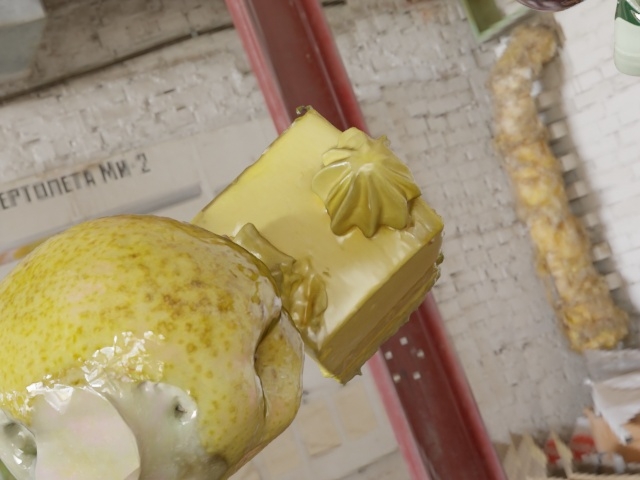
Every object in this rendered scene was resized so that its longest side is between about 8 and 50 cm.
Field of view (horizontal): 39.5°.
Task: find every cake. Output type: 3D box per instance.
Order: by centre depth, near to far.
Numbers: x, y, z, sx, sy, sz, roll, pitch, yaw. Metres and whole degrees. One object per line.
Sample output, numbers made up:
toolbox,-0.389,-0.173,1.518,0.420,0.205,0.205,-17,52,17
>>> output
cake,0.000,0.000,1.013,0.227,0.222,0.286,-47,-21,-6

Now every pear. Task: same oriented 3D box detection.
pear,-0.147,0.104,0.749,0.271,0.271,0.271,-20,-2,-1

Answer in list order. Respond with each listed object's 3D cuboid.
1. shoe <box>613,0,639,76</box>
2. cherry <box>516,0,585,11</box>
shoe,0.437,-0.237,0.936,0.264,0.110,0.095,-1,40,31
cherry,0.260,-0.382,1.029,0.183,0.213,0.266,-30,-44,3
